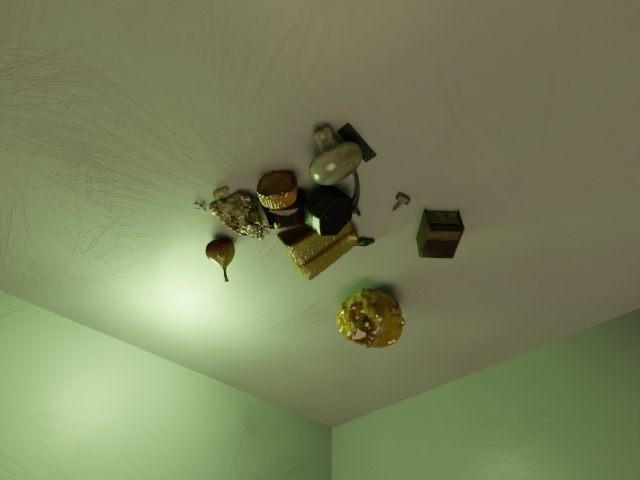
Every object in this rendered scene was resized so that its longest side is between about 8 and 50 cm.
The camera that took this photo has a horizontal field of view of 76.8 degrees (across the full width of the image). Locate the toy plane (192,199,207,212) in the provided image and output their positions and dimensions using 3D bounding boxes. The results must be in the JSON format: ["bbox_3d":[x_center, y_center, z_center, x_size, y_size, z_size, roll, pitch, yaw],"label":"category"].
[{"bbox_3d":[-0.601,-0.168,2.023,0.077,0.024,0.084,-31,132,22],"label":"toy plane"}]

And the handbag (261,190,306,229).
[{"bbox_3d":[-0.165,-0.143,1.938,0.215,0.155,0.169,-7,137,1],"label":"handbag"}]

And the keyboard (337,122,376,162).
[{"bbox_3d":[0.161,-0.421,1.754,0.061,0.013,0.204,-31,125,29],"label":"keyboard"}]

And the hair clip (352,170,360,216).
[{"bbox_3d":[0.162,-0.232,1.923,0.083,0.048,0.275,3,129,2],"label":"hair clip"}]

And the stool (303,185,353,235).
[{"bbox_3d":[0.039,-0.135,1.887,0.232,0.141,0.232,-31,143,-27],"label":"stool"}]

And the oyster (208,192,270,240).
[{"bbox_3d":[-0.387,-0.111,1.965,0.351,0.115,0.238,25,134,12],"label":"oyster"}]

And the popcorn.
[{"bbox_3d":[0.290,0.453,2.388,0.390,0.344,0.354,13,180,-41],"label":"popcorn"}]

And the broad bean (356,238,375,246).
[{"bbox_3d":[0.189,0.008,2.143,0.195,0.046,0.061,11,136,-5],"label":"broad bean"}]

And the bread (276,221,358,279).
[{"bbox_3d":[0.000,0.000,2.116,0.361,0.245,0.233,-33,116,-7],"label":"bread"}]

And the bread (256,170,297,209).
[{"bbox_3d":[-0.192,-0.225,1.832,0.199,0.199,0.104,-5,133,7],"label":"bread"}]

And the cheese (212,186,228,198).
[{"bbox_3d":[-0.481,-0.227,1.948,0.083,0.044,0.030,-20,146,17],"label":"cheese"}]

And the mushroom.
[{"bbox_3d":[0.046,-0.361,1.709,0.243,0.244,0.244,1,134,1],"label":"mushroom"}]

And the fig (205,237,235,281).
[{"bbox_3d":[-0.518,0.096,2.171,0.160,0.143,0.231,-25,100,18],"label":"fig"}]

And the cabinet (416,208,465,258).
[{"bbox_3d":[0.591,-0.036,2.014,0.174,0.148,0.215,2,138,0],"label":"cabinet"}]

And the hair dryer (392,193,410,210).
[{"bbox_3d":[0.379,-0.178,1.967,0.063,0.037,0.114,23,138,-16],"label":"hair dryer"}]
